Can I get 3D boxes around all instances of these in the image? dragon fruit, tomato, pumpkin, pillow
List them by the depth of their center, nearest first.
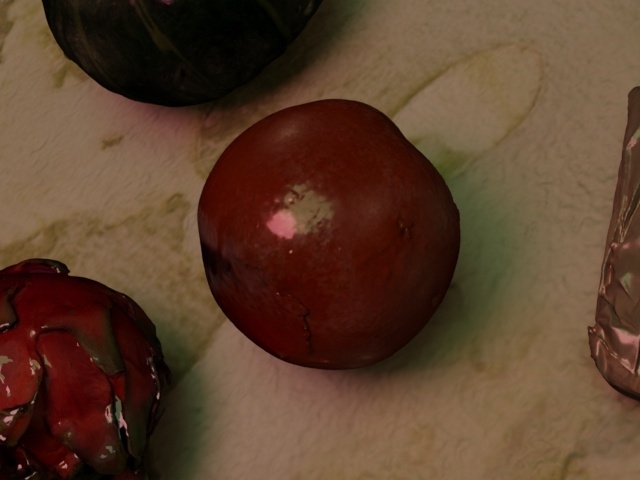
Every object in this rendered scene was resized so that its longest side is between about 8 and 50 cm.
[{"bbox_3d":[0.300,0.006,0.784,0.173,0.067,0.270,9,67,18],"label":"pillow"},{"bbox_3d":[0.000,0.000,0.806,0.184,0.208,0.208,-32,55,-23],"label":"tomato"},{"bbox_3d":[-0.213,0.122,0.826,0.274,0.192,0.193,33,94,30],"label":"dragon fruit"},{"bbox_3d":[-0.127,-0.268,1.003,0.300,0.207,0.300,-16,57,26],"label":"pumpkin"}]
